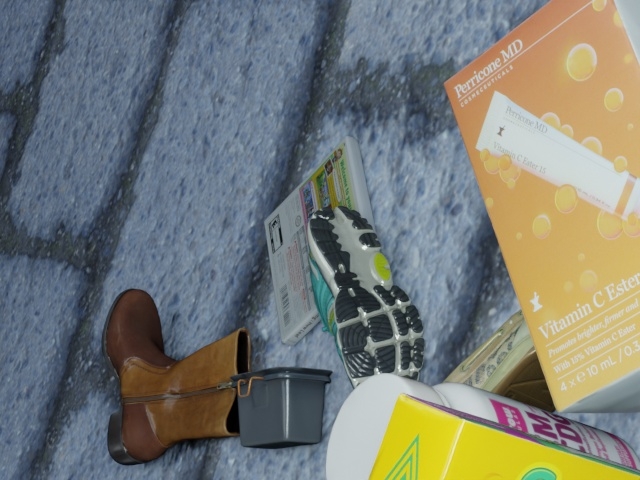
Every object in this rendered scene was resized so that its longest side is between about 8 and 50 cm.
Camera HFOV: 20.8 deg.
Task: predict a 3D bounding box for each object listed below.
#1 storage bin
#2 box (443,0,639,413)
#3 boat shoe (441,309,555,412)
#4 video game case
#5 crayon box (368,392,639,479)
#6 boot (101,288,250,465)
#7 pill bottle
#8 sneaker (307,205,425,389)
[{"bbox_3d":[-0.054,0.209,2.163,0.135,0.098,0.091,-17,69,52],"label":"storage bin"},{"bbox_3d":[0.286,-0.042,1.585,0.215,0.168,0.345,-37,61,40],"label":"box"},{"bbox_3d":[0.160,0.186,1.841,0.285,0.104,0.089,-44,34,19],"label":"boat shoe"},{"bbox_3d":[0.000,0.000,2.257,0.193,0.023,0.212,-45,38,34],"label":"video game case"},{"bbox_3d":[0.179,0.328,1.465,0.106,0.363,0.313,21,91,59],"label":"crayon box"},{"bbox_3d":[-0.198,0.163,2.400,0.280,0.096,0.264,-25,52,48],"label":"boot"},{"bbox_3d":[0.156,0.225,1.636,0.160,0.283,0.160,-33,47,44],"label":"pill bottle"},{"bbox_3d":[0.048,0.088,2.074,0.110,0.107,0.275,107,153,-50],"label":"sneaker"}]
